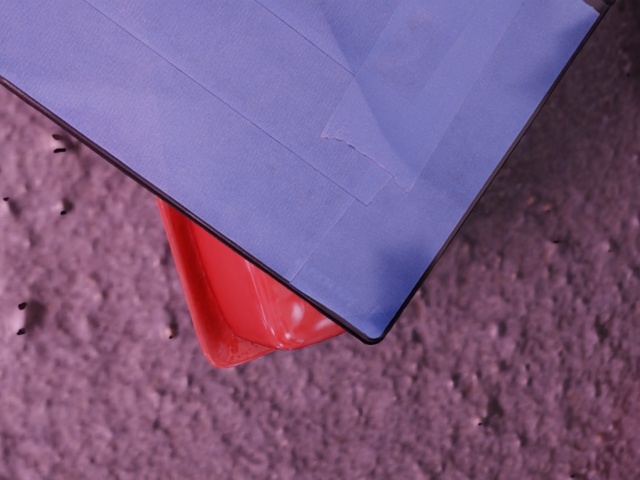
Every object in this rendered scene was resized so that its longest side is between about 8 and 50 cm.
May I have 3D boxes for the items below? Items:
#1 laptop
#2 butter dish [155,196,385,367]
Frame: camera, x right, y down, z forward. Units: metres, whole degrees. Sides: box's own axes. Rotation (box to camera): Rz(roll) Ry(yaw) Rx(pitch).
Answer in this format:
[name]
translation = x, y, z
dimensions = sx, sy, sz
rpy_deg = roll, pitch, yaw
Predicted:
[laptop]
translation = 0.031, -0.207, 1.039
dimensions = 0.382, 0.408, 0.236
rpy_deg = 36, 50, -16
[butter dish]
translation = 0.000, 0.000, 1.217
dimensions = 0.160, 0.118, 0.159
rpy_deg = -25, 118, -20
